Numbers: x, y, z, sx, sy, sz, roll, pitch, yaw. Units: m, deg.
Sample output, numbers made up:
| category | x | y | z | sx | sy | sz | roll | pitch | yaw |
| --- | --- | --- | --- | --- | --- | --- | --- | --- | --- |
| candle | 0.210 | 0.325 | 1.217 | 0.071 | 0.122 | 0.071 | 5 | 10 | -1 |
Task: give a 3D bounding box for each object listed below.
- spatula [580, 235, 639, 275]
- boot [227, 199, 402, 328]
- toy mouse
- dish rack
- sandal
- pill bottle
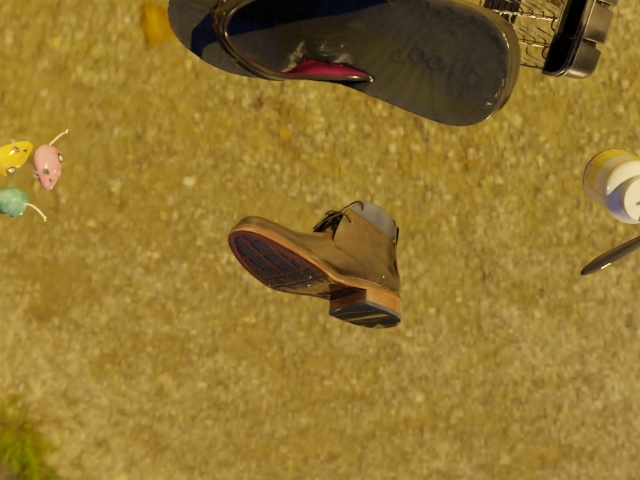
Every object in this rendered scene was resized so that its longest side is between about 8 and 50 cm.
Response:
| category | x | y | z | sx | sy | sz | roll | pitch | yaw |
| --- | --- | --- | --- | --- | --- | --- | --- | --- | --- |
| spatula | 0.514 | -0.030 | 1.727 | 0.296 | 0.030 | 0.084 | -40 | 163 | 22 |
| boot | 0.000 | 0.000 | 1.097 | 0.082 | 0.106 | 0.219 | -14 | 147 | 39 |
| toy mouse | -0.395 | -0.083 | 1.524 | 0.161 | 0.143 | 0.031 | -32 | 147 | 8 |
| dish rack | 0.292 | -0.327 | 1.535 | 0.074 | 0.271 | 0.208 | 14 | 97 | -32 |
| sandal | 0.000 | -0.238 | 1.267 | 0.445 | 0.107 | 0.168 | 17 | 113 | 27 |
| pill bottle | 0.502 | -0.086 | 1.871 | 0.103 | 0.184 | 0.103 | -1 | 105 | -4 |
